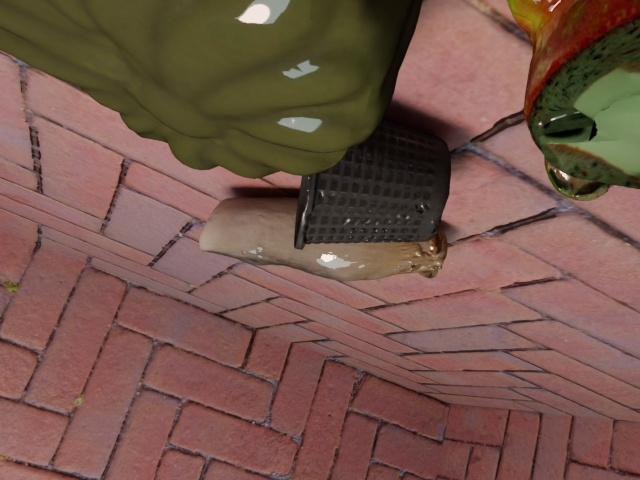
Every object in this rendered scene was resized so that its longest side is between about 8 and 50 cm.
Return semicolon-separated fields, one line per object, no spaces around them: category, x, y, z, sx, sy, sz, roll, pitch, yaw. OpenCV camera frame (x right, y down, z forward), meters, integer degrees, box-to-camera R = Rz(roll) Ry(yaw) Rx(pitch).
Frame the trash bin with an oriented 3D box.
trash bin;0.059;-0.069;0.634;0.160;0.176;0.175;6;161;-5

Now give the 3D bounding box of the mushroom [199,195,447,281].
mushroom;0.001;0.000;0.899;0.396;0.126;0.177;4;166;31

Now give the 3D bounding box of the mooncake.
mooncake;-0.090;-0.185;0.396;0.350;0.188;0.351;17;158;7

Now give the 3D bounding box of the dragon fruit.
dragon fruit;0.261;-0.115;0.378;0.294;0.130;0.268;16;165;4
